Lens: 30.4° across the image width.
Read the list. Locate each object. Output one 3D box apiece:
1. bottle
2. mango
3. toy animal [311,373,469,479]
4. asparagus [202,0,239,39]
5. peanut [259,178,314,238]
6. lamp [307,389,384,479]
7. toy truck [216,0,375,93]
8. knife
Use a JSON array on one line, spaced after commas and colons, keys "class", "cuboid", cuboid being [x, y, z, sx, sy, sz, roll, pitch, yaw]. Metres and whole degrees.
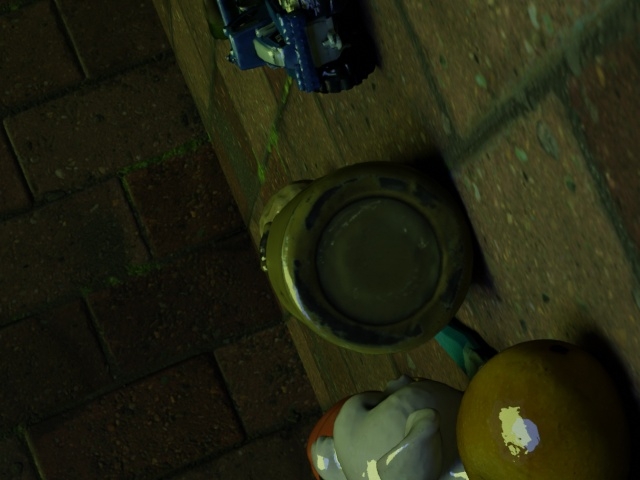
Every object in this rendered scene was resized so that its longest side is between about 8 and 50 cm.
[{"class": "bottle", "cuboid": [0.030, 0.011, 1.185, 0.351, 0.171, 0.172, -168, 56, -83]}, {"class": "mango", "cuboid": [0.165, 0.162, 0.883, 0.136, 0.099, 0.228, 30, 149, 30]}, {"class": "toy animal", "cuboid": [0.105, 0.208, 1.111, 0.325, 0.208, 0.154, 164, 115, -72]}, {"class": "asparagus", "cuboid": [-0.149, -0.388, 1.604, 0.287, 0.080, 0.080, 77, 168, -61]}, {"class": "peanut", "cuboid": [0.000, 0.000, 1.500, 0.136, 0.120, 0.298, 66, 171, -24]}, {"class": "lamp", "cuboid": [0.081, 0.292, 1.610, 0.187, 0.164, 0.188, 37, 153, 22]}, {"class": "toy truck", "cuboid": [-0.040, -0.221, 1.150, 0.208, 0.126, 0.113, -123, 13, -55]}, {"class": "knife", "cuboid": [0.132, 0.092, 1.226, 0.296, 0.026, 0.044, -126, 19, -69]}]
